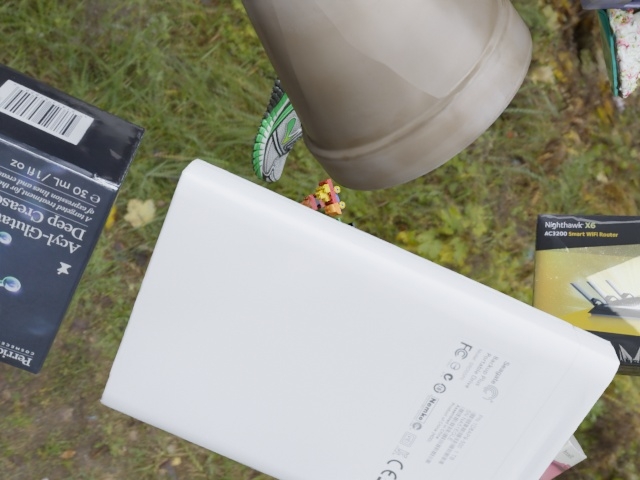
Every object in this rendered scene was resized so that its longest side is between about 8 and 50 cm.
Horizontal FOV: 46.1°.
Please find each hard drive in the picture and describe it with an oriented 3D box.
[{"bbox_3d":[0.020,0.109,0.613,0.353,0.233,0.047,24,25,-3],"label":"hard drive"}]

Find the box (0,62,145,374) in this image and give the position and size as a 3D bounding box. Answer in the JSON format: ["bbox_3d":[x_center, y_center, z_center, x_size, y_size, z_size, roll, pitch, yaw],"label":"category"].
[{"bbox_3d":[-0.494,-0.037,1.170,0.293,0.395,0.212,23,29,-14],"label":"box"}]

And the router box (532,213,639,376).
[{"bbox_3d":[0.490,0.085,1.170,0.081,0.309,0.243,53,41,-62],"label":"router box"}]

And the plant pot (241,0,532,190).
[{"bbox_3d":[0.054,-0.273,0.932,0.280,0.323,0.323,46,43,-31],"label":"plant pot"}]

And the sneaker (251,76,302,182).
[{"bbox_3d":[-0.065,-0.274,1.778,0.146,0.343,0.134,24,34,-2],"label":"sneaker"}]

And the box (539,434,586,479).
[{"bbox_3d":[0.347,0.396,1.391,0.148,0.232,0.127,39,19,-52],"label":"box"}]

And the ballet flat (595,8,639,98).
[{"bbox_3d":[0.373,-0.301,0.931,0.091,0.077,0.241,-39,113,-71],"label":"ballet flat"}]

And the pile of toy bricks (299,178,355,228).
[{"bbox_3d":[0.000,0.000,1.439,0.105,0.118,0.212,-19,92,-31],"label":"pile of toy bricks"}]

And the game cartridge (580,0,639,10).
[{"bbox_3d":[0.447,-0.388,0.880,0.355,0.068,0.230,-6,79,-16],"label":"game cartridge"}]
